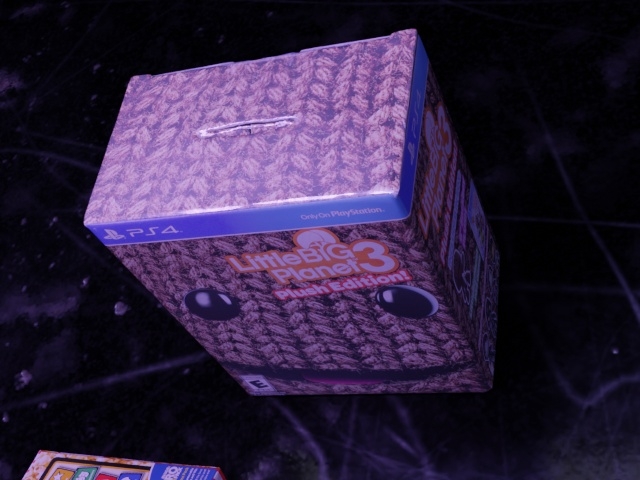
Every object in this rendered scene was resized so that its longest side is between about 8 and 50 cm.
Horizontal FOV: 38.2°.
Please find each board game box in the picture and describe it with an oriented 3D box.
[{"bbox_3d":[-0.189,0.254,0.781,0.193,0.045,0.147,0,40,24],"label":"board game box"},{"bbox_3d":[0.000,0.000,0.741,0.232,0.291,0.141,-5,55,22],"label":"board game box"}]
